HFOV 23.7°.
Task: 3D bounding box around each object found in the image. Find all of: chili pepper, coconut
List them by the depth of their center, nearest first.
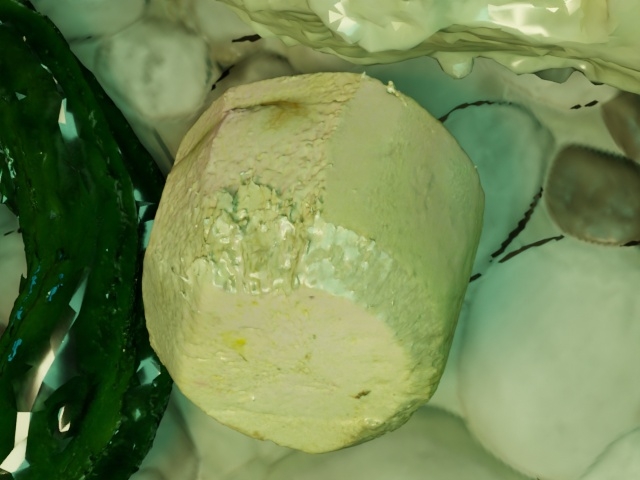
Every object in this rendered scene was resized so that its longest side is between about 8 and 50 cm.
[{"bbox_3d":[0.000,0.000,0.543,0.116,0.122,0.116,7,135,7],"label":"coconut"},{"bbox_3d":[-0.116,0.047,0.563,0.122,0.065,0.279,14,97,3],"label":"chili pepper"}]

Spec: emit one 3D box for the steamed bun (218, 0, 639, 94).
[{"bbox_3d":[0.090,-0.189,0.418,0.333,0.233,0.312,4,92,12],"label":"steamed bun"}]
